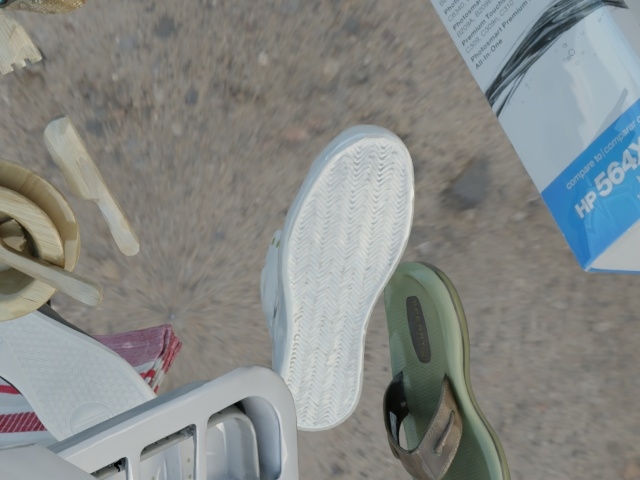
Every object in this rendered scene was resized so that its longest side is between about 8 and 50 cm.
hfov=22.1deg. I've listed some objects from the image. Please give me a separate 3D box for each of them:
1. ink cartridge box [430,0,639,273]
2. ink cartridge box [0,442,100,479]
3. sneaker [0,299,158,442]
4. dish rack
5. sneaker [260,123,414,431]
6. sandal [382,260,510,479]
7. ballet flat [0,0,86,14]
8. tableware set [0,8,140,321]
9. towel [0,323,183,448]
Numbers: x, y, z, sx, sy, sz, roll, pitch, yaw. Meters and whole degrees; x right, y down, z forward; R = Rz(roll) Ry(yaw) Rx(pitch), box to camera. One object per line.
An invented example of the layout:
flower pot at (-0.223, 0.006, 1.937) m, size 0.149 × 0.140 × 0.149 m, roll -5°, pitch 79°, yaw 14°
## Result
ink cartridge box at (0.154, -0.086, 0.806) m, size 0.148 × 0.086 × 0.203 m, roll 2°, pitch 52°, yaw -42°
ink cartridge box at (-0.076, 0.186, 0.437) m, size 0.160 × 0.092 × 0.219 m, roll 28°, pitch 97°, yaw 16°
sneaker at (-0.265, 0.106, 1.615) m, size 0.295 × 0.147 × 0.104 m, roll 38°, pitch 99°, yaw -15°
dish rack at (-0.122, 0.252, 0.959) m, size 0.072 × 0.285 × 0.333 m, roll 10°, pitch 111°, yaw 36°
sneaker at (0.000, 0.000, 1.421) m, size 0.108 × 0.169 × 0.293 m, roll 6°, pitch 122°, yaw -14°
sandal at (0.102, 0.173, 1.622) m, size 0.086 × 0.120 × 0.303 m, roll -13°, pitch 88°, yaw -42°
ballet flat at (-0.299, -0.262, 1.705) m, size 0.067 × 0.206 × 0.073 m, roll 24°, pitch 90°, yaw -33°
tableware set at (-0.172, -0.036, 0.709) m, size 0.128 × 0.039 × 0.194 m, roll -19°, pitch 122°, yaw 13°
towel at (-0.308, 0.202, 1.744) m, size 0.237 × 0.329 × 0.037 m, roll -7°, pitch 121°, yaw 23°
